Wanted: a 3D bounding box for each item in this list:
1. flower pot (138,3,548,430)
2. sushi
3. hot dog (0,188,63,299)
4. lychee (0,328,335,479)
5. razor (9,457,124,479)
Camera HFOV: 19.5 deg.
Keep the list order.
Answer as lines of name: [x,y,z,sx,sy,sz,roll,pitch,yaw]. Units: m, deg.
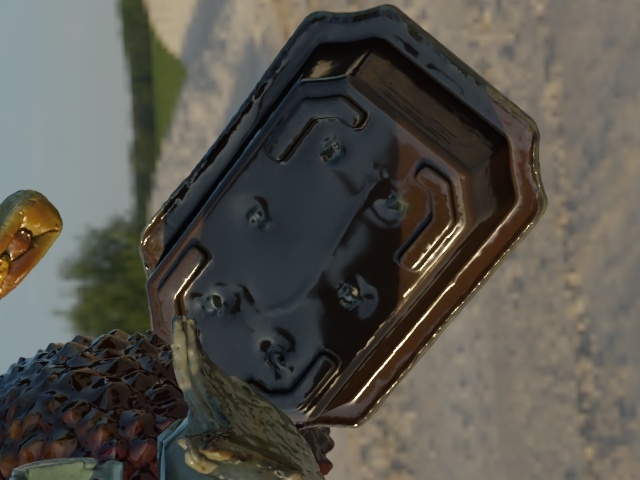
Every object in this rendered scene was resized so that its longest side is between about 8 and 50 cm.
flower pot: [0.000,0.000,1.059,0.251,0.179,0.084,-52,-2,21]
sushi: [-0.028,0.166,0.861,0.134,0.109,0.272,-132,47,-74]
hot dog: [-0.163,0.014,0.907,0.030,0.090,0.034,43,-171,-30]
lychee: [-0.118,0.171,1.322,0.271,0.271,0.271,177,90,-85]
razor: [-0.035,0.159,0.734,0.068,0.232,0.106,-2,-83,-52]
